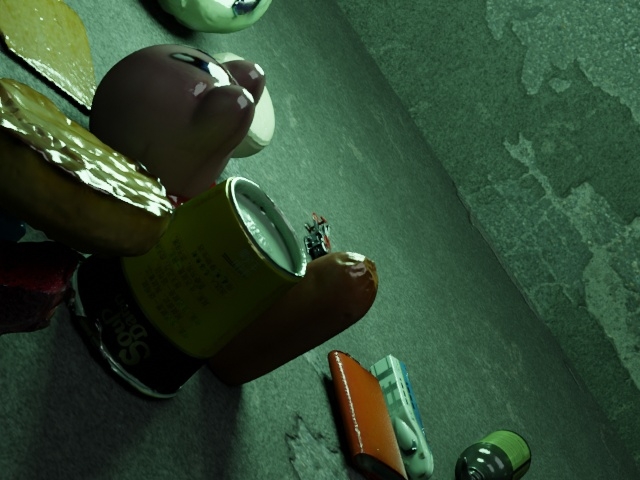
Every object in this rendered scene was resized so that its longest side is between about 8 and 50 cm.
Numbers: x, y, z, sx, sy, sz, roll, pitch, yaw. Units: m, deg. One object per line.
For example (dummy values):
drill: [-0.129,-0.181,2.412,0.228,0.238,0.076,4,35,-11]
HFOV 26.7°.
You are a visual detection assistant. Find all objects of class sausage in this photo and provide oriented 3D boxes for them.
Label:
sausage: [-0.036,0.099,1.796,0.113,0.259,0.113,46,24,-29]

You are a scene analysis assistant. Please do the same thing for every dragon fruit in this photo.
dragon fruit: [-0.322,0.058,1.391,0.147,0.096,0.102,8,27,-7]

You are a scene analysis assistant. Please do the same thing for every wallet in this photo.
wallet: [0.070,0.281,2.103,0.142,0.045,0.204,42,23,-43]

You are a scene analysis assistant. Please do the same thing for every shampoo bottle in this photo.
shampoo bottle: [0.298,0.405,2.394,0.101,0.101,0.284,60,18,10]

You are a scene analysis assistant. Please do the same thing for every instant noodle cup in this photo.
instant noodle cup: [-0.153,0.044,1.622,0.215,0.236,0.215,47,19,-22]

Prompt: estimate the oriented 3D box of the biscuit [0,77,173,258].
biscuit: [-0.295,-0.077,1.442,0.296,0.102,0.296,34,6,-4]

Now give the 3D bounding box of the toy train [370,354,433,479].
toy train: [0.136,0.298,2.239,0.051,0.052,0.233,38,26,-39]

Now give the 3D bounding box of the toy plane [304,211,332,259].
toy plane: [0.000,0.000,2.415,0.060,0.037,0.145,46,22,-41]

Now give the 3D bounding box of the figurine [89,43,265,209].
figurine: [-0.218,-0.150,1.862,0.211,0.261,0.269,25,25,-6]

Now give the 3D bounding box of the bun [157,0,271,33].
bun: [-0.226,-0.506,2.470,0.293,0.187,0.293,23,58,-43]

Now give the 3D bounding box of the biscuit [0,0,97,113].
biscuit: [-0.403,-0.306,1.926,0.232,0.013,0.236,39,24,-45]

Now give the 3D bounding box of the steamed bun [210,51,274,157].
steamed bun: [-0.163,-0.213,2.199,0.177,0.131,0.228,65,15,-8]

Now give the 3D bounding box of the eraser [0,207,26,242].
eraser: [-0.438,-0.099,1.432,0.312,0.043,0.144,30,32,-55]
